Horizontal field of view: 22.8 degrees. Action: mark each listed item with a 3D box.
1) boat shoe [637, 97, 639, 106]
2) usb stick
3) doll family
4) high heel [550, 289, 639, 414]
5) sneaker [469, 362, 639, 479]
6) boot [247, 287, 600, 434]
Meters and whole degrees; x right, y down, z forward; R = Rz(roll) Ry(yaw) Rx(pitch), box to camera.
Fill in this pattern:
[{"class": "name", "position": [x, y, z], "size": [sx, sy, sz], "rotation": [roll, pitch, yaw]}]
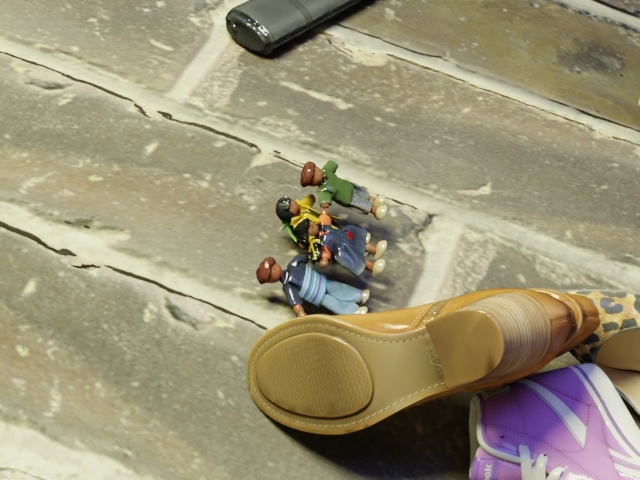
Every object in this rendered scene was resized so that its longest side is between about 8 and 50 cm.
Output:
[{"class": "boat shoe", "position": [0.455, -0.212, 1.916], "size": [0.076, 0.083, 0.226], "rotation": [28, 42, 15]}, {"class": "usb stick", "position": [-0.005, -0.293, 1.895], "size": [0.077, 0.045, 0.278], "rotation": [34, 44, 22]}, {"class": "doll family", "position": [0.000, 0.000, 1.546], "size": [0.111, 0.076, 0.193], "rotation": [26, 33, -18]}, {"class": "high heel", "position": [0.310, 0.145, 1.449], "size": [0.261, 0.093, 0.186], "rotation": [27, 34, -8]}, {"class": "sneaker", "position": [0.217, 0.223, 1.355], "size": [0.161, 0.102, 0.282], "rotation": [-8, 34, -20]}, {"class": "boot", "position": [0.096, 0.094, 1.425], "size": [0.220, 0.283, 0.109], "rotation": [-7, 78, -58]}]
